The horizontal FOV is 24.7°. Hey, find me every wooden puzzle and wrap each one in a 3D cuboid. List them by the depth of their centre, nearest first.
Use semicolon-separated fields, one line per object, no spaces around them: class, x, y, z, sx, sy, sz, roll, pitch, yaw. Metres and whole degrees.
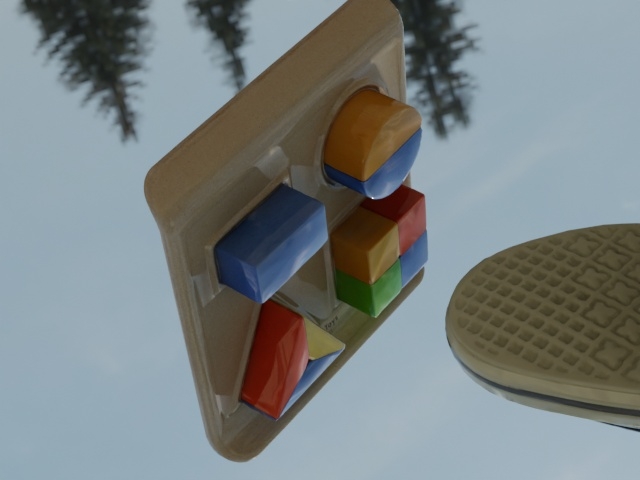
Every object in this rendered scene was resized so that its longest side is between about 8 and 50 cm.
wooden puzzle;0.000;0.000;1.328;0.080;0.348;0.322;23;-128;33

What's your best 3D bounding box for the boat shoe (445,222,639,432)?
boat shoe;0.338;0.098;1.074;0.500;0.156;0.187;3;-135;-4
